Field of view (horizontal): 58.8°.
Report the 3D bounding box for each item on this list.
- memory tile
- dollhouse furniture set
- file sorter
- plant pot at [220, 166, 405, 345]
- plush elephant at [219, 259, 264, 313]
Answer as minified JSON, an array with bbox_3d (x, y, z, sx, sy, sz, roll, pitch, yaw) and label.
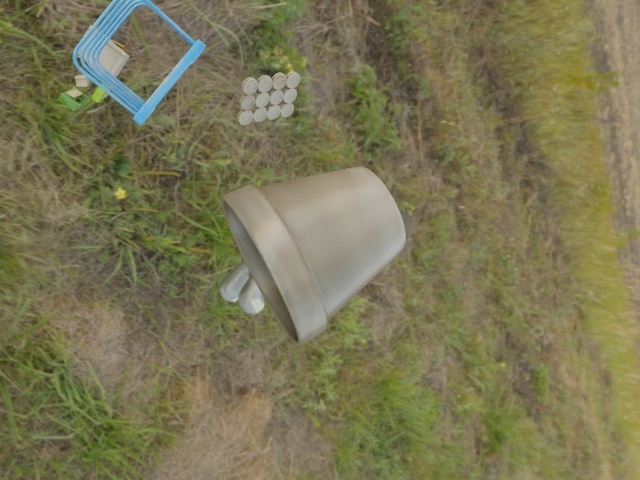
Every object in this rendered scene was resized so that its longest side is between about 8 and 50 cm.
[{"bbox_3d":[-0.115,-0.315,1.255,0.147,0.012,0.113,-18,141,-33],"label":"memory tile"},{"bbox_3d":[-0.395,-0.297,0.997,0.076,0.152,0.059,36,21,-14],"label":"dollhouse furniture set"},{"bbox_3d":[-0.221,-0.231,0.708,0.104,0.170,0.118,40,95,-20],"label":"file sorter"},{"bbox_3d":[0.000,0.000,1.115,0.280,0.323,0.323,-27,122,-14],"label":"plant pot"},{"bbox_3d":[-0.070,0.104,1.522,0.255,0.271,0.330,42,69,-19],"label":"plush elephant"}]
